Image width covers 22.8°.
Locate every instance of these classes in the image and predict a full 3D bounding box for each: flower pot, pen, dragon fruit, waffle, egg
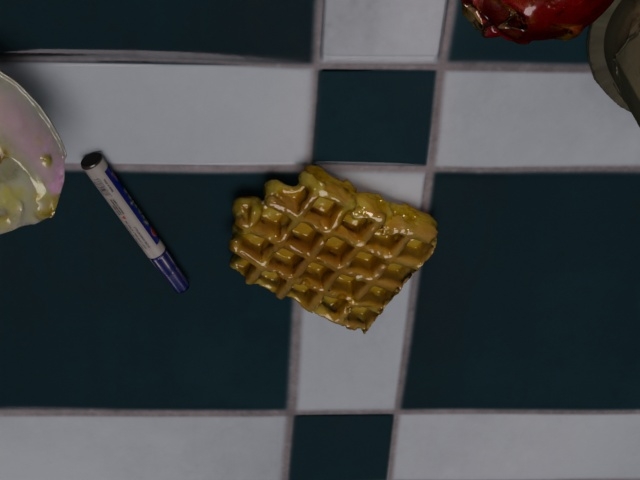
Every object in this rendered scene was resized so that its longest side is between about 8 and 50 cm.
[{"bbox_3d":[0.372,-0.150,1.521,0.212,0.202,0.212,0,128,0],"label":"flower pot"},{"bbox_3d":[-0.194,-0.016,1.698,0.025,0.025,0.204,-22,129,13],"label":"pen"},{"bbox_3d":[0.247,-0.266,1.479,0.246,0.125,0.125,-24,116,-6],"label":"dragon fruit"},{"bbox_3d":[0.000,0.000,1.708,0.211,0.055,0.160,24,125,-21],"label":"waffle"},{"bbox_3d":[-0.408,-0.081,1.543,0.271,0.162,0.206,-23,99,-27],"label":"egg"}]
